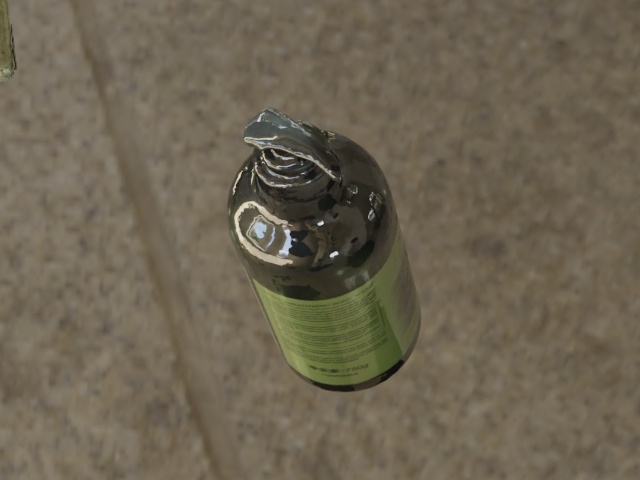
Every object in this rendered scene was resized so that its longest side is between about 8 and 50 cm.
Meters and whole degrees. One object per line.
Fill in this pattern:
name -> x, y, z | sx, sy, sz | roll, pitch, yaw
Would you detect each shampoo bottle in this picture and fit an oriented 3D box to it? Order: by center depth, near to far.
shampoo bottle -> 0.000, 0.000, 1.222 | 0.101, 0.284, 0.101 | -4, 64, 8

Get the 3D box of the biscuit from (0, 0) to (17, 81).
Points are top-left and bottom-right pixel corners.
biscuit -> -0.282, -0.203, 1.337 | 0.147, 0.046, 0.250 | -11, 66, 9
